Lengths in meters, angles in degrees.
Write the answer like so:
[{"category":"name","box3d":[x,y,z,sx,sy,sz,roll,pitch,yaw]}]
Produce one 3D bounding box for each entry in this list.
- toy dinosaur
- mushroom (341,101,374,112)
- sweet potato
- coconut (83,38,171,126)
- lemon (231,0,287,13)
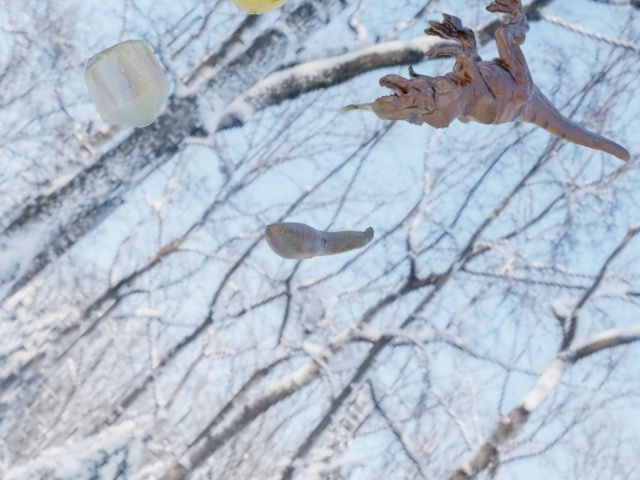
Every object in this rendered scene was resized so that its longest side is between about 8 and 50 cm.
[{"category":"toy dinosaur","box3d":[0.235,-0.209,1.220,0.097,0.432,0.208,-38,-121,53]},{"category":"mushroom","box3d":[0.143,-0.187,1.287,0.028,0.286,0.026,47,-47,42]},{"category":"sweet potato","box3d":[0.000,0.000,1.289,0.050,0.050,0.214,23,13,36]},{"category":"coconut","box3d":[-0.282,-0.227,1.446,0.116,0.116,0.122,-16,-80,62]},{"category":"lemon","box3d":[-0.088,-0.429,1.569,0.114,0.155,0.114,54,-10,13]}]
